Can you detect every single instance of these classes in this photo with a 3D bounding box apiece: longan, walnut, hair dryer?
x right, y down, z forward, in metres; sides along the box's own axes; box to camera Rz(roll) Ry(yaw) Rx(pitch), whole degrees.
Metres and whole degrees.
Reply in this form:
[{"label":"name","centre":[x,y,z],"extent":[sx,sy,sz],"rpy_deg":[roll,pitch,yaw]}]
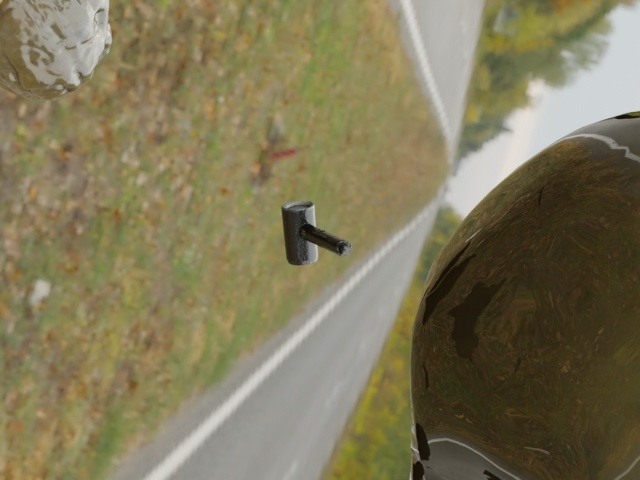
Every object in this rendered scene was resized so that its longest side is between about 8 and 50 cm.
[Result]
[{"label":"longan","centre":[0.181,0.091,0.714],"extent":[0.288,0.288,0.350],"rpy_deg":[-67,166,-55]},{"label":"walnut","centre":[-0.298,-0.236,1.410],"extent":[0.230,0.178,0.178],"rpy_deg":[76,31,-70]},{"label":"hair dryer","centre":[0.000,0.000,1.017],"extent":[0.083,0.026,0.047],"rpy_deg":[20,-58,55]}]

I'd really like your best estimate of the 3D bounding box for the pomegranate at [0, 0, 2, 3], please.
[{"label":"pomegranate","centre":[-0.459,-0.195,1.120],"extent":[0.410,0.410,0.410],"rpy_deg":[17,90,-86]}]
